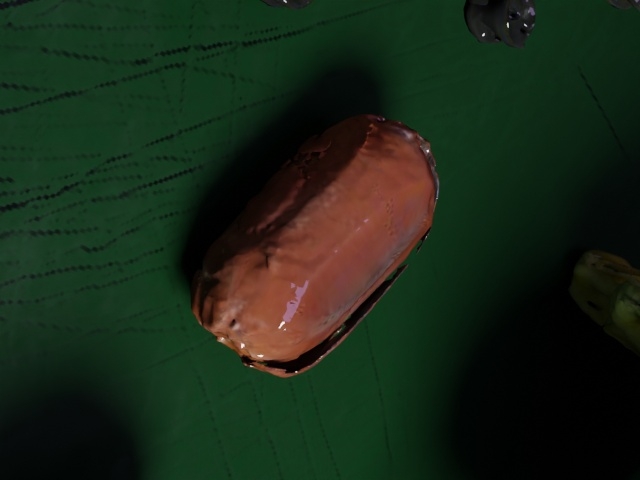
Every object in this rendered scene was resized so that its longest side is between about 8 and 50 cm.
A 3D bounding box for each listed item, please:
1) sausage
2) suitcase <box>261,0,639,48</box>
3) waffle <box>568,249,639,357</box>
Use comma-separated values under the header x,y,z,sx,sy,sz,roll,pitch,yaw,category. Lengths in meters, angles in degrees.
x,y,z,sx,sy,sz,roll,pitch,yaw,category
0.000,0.000,0.720,0.141,0.076,0.076,-48,129,-23,sausage
0.033,-0.203,0.614,0.143,0.194,0.234,-18,112,-30,suitcase
0.295,0.099,0.881,0.317,0.297,0.073,19,95,-37,waffle
